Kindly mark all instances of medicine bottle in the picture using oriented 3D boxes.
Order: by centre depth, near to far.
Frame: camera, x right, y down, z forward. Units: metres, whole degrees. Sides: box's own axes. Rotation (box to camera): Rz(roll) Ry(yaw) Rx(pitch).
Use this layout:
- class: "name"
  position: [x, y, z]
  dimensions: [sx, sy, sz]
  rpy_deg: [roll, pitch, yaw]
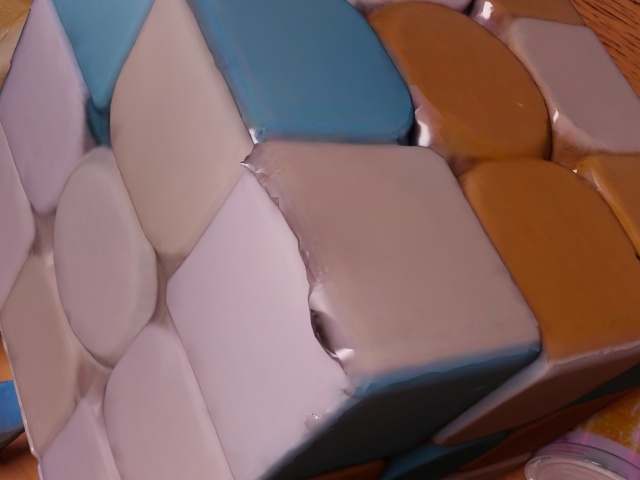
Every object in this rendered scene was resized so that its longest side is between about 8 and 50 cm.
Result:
- class: "medicine bottle"
  position: [0.305, 0.046, 0.794]
  dimensions: [0.108, 0.108, 0.426]
  rpy_deg: [24, 58, 11]

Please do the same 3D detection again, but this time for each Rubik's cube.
- class: "Rubik's cube"
  position: [0.000, 0.000, 0.587]
  dimensions: [0.344, 0.346, 0.346]
  rpy_deg: [-2, 58, -38]

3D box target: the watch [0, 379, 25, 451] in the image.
- class: "watch"
  position: [-0.353, 0.039, 0.640]
  dimensions: [0.306, 0.241, 0.274]
  rpy_deg: [4, 66, -3]

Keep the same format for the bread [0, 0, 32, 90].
- class: "bread"
  position: [-0.352, -0.183, 0.898]
  dimensions: [0.134, 0.081, 0.225]
  rpy_deg: [34, 59, 10]
